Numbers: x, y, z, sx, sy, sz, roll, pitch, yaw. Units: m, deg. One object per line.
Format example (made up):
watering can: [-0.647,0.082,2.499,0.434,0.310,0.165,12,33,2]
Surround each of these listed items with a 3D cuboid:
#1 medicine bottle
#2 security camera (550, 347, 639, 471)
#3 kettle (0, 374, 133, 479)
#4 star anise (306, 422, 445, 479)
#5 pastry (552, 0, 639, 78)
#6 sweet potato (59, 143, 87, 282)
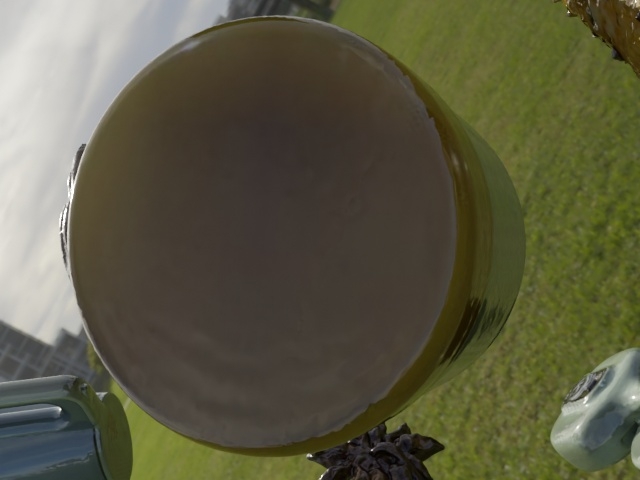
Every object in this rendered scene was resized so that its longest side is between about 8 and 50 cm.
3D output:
medicine bottle: [0.000,0.000,0.574,0.237,0.238,0.232,-60,-17,8]
security camera: [0.340,0.172,0.951,0.157,0.080,0.301,-48,-6,-16]
kettle: [-0.354,0.232,1.018,0.160,0.243,0.210,-99,-4,-49]
star anise: [0.099,0.285,1.120,0.177,0.234,0.073,-69,-9,-50]
pastry: [0.129,-0.096,0.343,0.056,0.080,0.140,-36,42,13]
sweet potato: [-0.226,-0.012,0.865,0.053,0.054,0.182,87,172,-76]
